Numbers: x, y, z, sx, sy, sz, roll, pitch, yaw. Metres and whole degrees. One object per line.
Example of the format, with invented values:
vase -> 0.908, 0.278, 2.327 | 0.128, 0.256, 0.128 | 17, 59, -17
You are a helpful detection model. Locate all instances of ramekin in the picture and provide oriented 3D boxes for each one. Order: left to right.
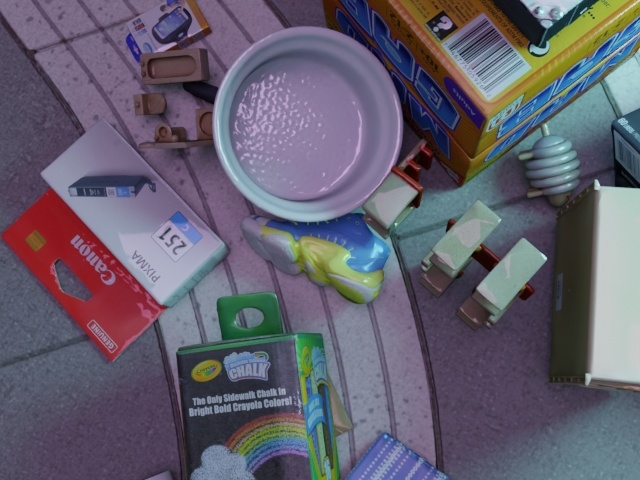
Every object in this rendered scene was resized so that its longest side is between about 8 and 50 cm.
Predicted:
ramekin -> -0.027, -0.168, 1.213 | 0.277, 0.135, 0.277 | -1, 94, -12

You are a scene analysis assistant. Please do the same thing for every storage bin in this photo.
storage bin -> 0.398, 0.074, 1.111 | 0.123, 0.260, 0.262 | 4, 81, 5

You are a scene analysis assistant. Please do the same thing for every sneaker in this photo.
sneaker -> 0.000, 0.000, 1.259 | 0.240, 0.091, 0.126 | 29, 66, 9

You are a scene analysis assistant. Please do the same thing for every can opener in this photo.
can opener -> -0.140, -0.219, 1.309 | 0.186, 0.059, 0.073 | 28, 84, 8

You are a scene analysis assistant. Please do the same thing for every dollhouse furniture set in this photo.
dollhouse furniture set -> -0.239, -0.220, 1.257 | 0.144, 0.123, 0.151 | 1, 100, 25
dollhouse furniture set -> 0.195, -0.006, 1.145 | 0.259, 0.262, 0.135 | 42, 84, 11

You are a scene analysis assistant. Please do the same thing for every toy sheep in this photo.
toy sheep -> 0.351, -0.114, 1.236 | 0.091, 0.091, 0.132 | -17, 104, 2

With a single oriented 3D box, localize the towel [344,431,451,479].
towel -> 0.155, 0.468, 1.162 | 0.336, 0.040, 0.243 | 36, 74, 11

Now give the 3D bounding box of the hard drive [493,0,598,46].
hard drive -> 0.309, -0.418, 0.941 | 0.339, 0.064, 0.237 | -38, 79, -2

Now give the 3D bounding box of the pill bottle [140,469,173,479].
pill bottle -> -0.233, 0.417, 1.201 | 0.078, 0.078, 0.137 | -20, 79, 1

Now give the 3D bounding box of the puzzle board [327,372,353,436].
puzzle board -> -0.020, 0.250, 1.245 | 0.096, 0.011, 0.128 | -26, 79, 2

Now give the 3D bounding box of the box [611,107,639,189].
box -> 0.581, -0.135, 1.160 | 0.270, 0.143, 0.165 | -26, 46, 0

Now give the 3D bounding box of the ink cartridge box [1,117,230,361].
ink cartridge box -> -0.337, -0.002, 1.288 | 0.261, 0.066, 0.296 | -44, 79, -4

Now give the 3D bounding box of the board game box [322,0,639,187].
board game box -> 0.241, -0.352, 1.147 | 0.356, 0.356, 0.356 | -37, 79, -2

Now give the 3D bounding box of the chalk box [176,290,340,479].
chalk box -> -0.088, 0.221, 1.162 | 0.180, 0.179, 0.288 | -8, 81, 11

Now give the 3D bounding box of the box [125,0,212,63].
box -> -0.261, -0.353, 1.359 | 0.136, 0.028, 0.081 | -30, 80, -2
